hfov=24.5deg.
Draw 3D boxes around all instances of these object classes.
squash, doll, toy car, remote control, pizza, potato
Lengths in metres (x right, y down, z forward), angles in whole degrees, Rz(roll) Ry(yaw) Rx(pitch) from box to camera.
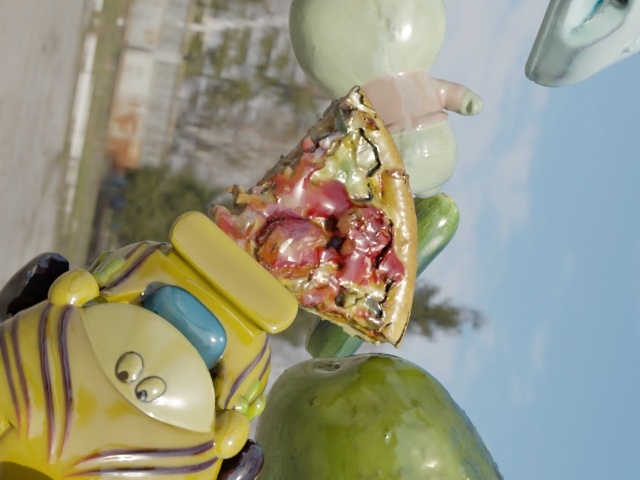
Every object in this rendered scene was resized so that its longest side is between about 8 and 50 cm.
[{"bbox_3d":[0.065,0.040,1.569,0.229,0.066,0.066,-52,-168,8],"label":"squash"},{"bbox_3d":[0.055,-0.148,1.264,0.113,0.155,0.275,-141,-142,-76],"label":"doll"},{"bbox_3d":[-0.115,0.088,0.870,0.142,0.200,0.248,-46,-175,40],"label":"toy car"},{"bbox_3d":[0.196,-0.144,0.637,0.293,0.051,0.103,-27,146,-40],"label":"remote control"},{"bbox_3d":[0.000,0.000,1.087,0.053,0.193,0.201,0,-73,55],"label":"pizza"},{"bbox_3d":[0.053,0.239,1.194,0.216,0.216,0.304,-103,176,-72],"label":"potato"}]
